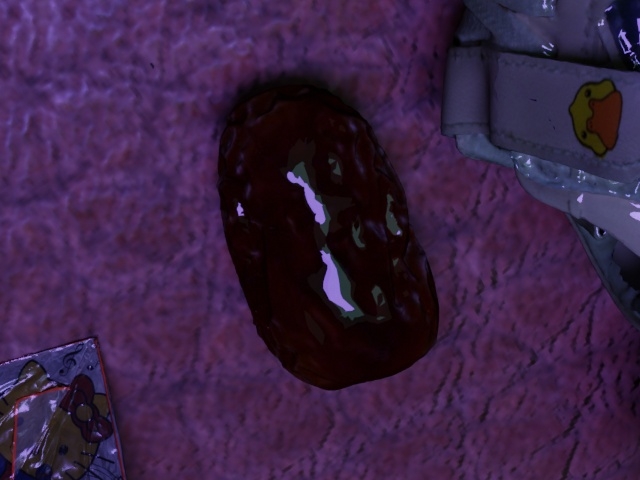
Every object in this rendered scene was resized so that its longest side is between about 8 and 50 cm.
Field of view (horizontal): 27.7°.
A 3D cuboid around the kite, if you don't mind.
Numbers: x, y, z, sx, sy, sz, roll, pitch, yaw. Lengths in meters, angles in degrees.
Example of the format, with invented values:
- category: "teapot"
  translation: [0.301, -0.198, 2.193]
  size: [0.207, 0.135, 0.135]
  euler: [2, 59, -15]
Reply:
- category: "kite"
  translation: [-0.156, 0.144, 0.528]
  size: [0.198, 0.006, 0.244]
  euler: [27, 78, 0]

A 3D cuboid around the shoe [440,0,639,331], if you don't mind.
- category: "shoe"
  translation: [0.113, -0.068, 0.470]
  size: [0.128, 0.140, 0.262]
  euler: [-48, 116, -12]

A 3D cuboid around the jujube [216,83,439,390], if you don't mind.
- category: "jujube"
  translation: [0.000, 0.000, 0.523]
  size: [0.077, 0.077, 0.129]
  euler: [-23, 111, -4]
